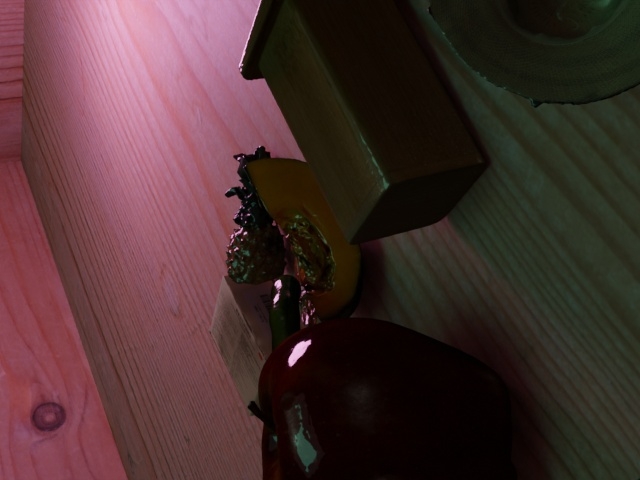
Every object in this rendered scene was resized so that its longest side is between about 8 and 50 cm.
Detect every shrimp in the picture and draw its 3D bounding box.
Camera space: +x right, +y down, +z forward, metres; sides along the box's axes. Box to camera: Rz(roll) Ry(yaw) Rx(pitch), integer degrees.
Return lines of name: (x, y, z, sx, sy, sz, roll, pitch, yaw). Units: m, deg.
shrimp: (-0.019, 0.072, 1.463, 0.162, 0.045, 0.095, -94, 3, -53)

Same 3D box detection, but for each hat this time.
hat: (0.226, -0.235, 0.841, 0.110, 0.252, 0.252, 11, -115, -73)

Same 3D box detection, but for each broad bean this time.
broad bean: (-0.044, 0.147, 1.285, 0.292, 0.049, 0.144, -91, -5, -51)

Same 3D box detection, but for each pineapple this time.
pineapple: (-0.112, -0.045, 1.595, 0.119, 0.111, 0.237, 0, 94, 32)

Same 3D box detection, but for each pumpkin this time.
pumpkin: (0.002, -0.004, 1.384, 0.278, 0.111, 0.163, 63, -177, 4)

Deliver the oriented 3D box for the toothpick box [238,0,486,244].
toothpick box: (0.054, -0.170, 1.147, 0.308, 0.187, 0.190, 64, 148, 22)

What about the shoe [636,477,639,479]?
shoe: (0.325, 0.256, 0.846, 0.180, 0.092, 0.089, -35, 68, 61)

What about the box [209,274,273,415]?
box: (-0.114, 0.182, 1.675, 0.212, 0.095, 0.168, 59, 148, 35)

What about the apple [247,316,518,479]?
apple: (0.068, 0.237, 1.092, 0.288, 0.317, 0.288, -174, 90, -70)
